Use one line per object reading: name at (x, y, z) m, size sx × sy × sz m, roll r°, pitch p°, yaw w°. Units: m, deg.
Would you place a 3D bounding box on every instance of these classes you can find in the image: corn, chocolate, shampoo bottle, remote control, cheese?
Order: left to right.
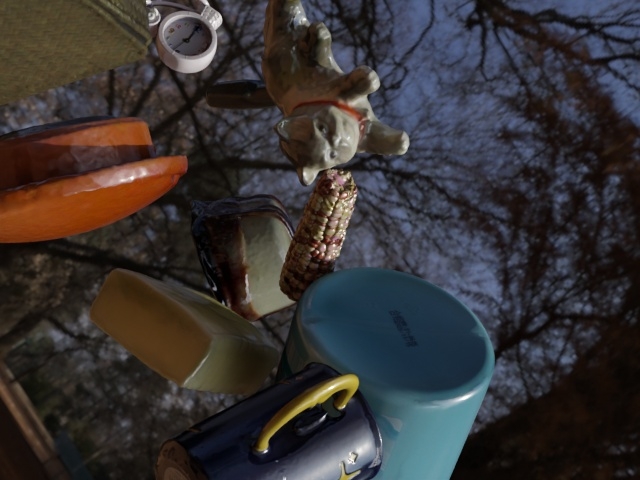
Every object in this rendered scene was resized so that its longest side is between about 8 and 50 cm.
cheese at (-0.229, 0.161, 1.504) m, size 0.242 × 0.124 × 0.265 m, roll 27°, pitch -2°, yaw 25°
remote control at (-0.169, -0.336, 1.981) m, size 0.221 × 0.072 × 0.042 m, roll 3°, pitch -28°, yaw 30°
chocolate at (-0.133, 0.021, 1.766) m, size 0.283 × 0.186 × 0.284 m, roll -22°, pitch 90°, yaw -87°
corn at (0.000, 0.000, 1.449) m, size 0.092 × 0.092 × 0.281 m, roll 44°, pitch -45°, yaw 24°
shampoo bottle at (0.084, 0.267, 1.424) m, size 0.331 × 0.331 × 0.343 m, roll 39°, pitch -51°, yaw 32°

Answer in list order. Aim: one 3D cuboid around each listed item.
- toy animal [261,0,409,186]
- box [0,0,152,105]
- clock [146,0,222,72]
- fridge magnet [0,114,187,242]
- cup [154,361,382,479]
toy animal at (-0.035, -0.255, 1.457) m, size 0.266 × 0.188 × 0.308 m, roll 37°, pitch -21°, yaw 58°
box at (-0.262, -0.167, 0.514) m, size 0.184 × 0.273 × 0.143 m, roll 27°, pitch 51°, yaw -69°
clock at (-0.171, -0.240, 0.953) m, size 0.129 × 0.087 × 0.041 m, roll 26°, pitch -26°, yaw -4°
fridge magnet at (-0.370, -0.083, 1.236) m, size 0.363 × 0.363 × 0.155 m, roll -3°, pitch -79°, yaw 62°
cup at (-0.069, 0.252, 1.113) m, size 0.178 × 0.256 × 0.255 m, roll 31°, pitch -50°, yaw 41°
